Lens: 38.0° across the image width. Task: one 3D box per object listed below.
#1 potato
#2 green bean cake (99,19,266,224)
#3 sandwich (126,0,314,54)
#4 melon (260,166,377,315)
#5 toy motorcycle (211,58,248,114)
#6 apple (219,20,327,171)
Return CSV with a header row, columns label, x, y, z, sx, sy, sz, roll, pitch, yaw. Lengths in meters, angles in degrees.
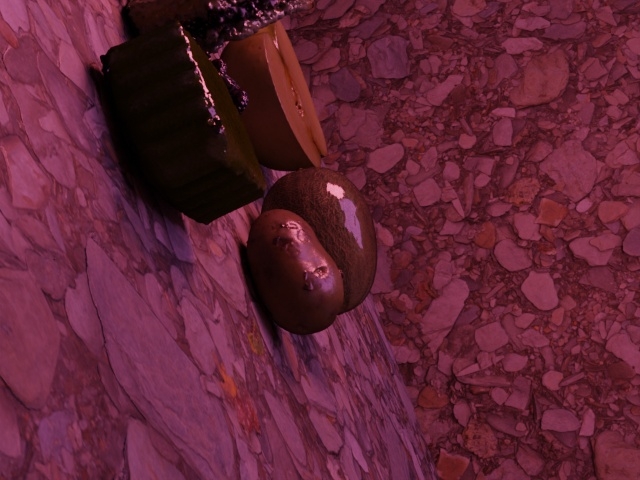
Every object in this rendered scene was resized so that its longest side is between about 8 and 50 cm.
label,x,y,z,sx,sy,sz,roll,pitch,yaw
potato,-0.058,0.057,1.779,0.262,0.165,0.165,58,4,21
green bean cake,-0.205,-0.171,1.414,0.247,0.156,0.249,48,20,-70
sandwich,-0.203,-0.439,1.743,0.262,0.325,0.131,19,-48,53
melon,0.000,0.000,1.987,0.248,0.249,0.329,25,45,-78
toy motorcycle,-0.220,-0.298,1.928,0.084,0.118,0.212,33,16,-39
apple,-0.091,-0.332,2.213,0.312,0.320,0.360,9,-55,52
